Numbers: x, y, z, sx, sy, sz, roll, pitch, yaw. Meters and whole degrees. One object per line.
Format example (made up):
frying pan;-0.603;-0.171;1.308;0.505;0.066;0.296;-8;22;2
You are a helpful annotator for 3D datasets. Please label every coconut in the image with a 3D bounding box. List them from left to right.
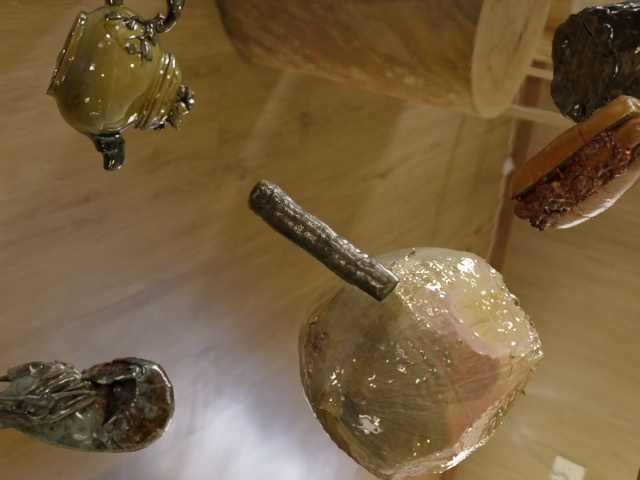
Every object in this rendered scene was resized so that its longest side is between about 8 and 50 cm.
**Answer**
coconut;0.132;0.207;1.397;0.404;0.404;0.404;-37;138;-43

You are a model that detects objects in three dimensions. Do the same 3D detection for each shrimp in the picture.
shrimp;-0.230;0.134;0.694;0.090;0.233;0.079;25;66;-72

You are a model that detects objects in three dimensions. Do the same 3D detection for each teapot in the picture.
teapot;-0.248;-0.222;1.088;0.182;0.173;0.269;22;97;-22

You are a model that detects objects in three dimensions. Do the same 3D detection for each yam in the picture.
yam;0.000;0.000;1.253;0.061;0.274;0.061;-46;160;-22

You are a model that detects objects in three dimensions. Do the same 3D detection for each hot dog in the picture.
hot dog;0.289;-0.070;0.920;0.076;0.102;0.249;-56;-175;-26

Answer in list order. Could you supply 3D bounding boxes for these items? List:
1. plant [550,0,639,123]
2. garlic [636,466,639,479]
plant;0.490;-0.262;1.215;0.276;0.199;0.188;-11;100;-16
garlic;0.312;0.181;0.450;0.279;0.325;0.132;-82;-166;-55
